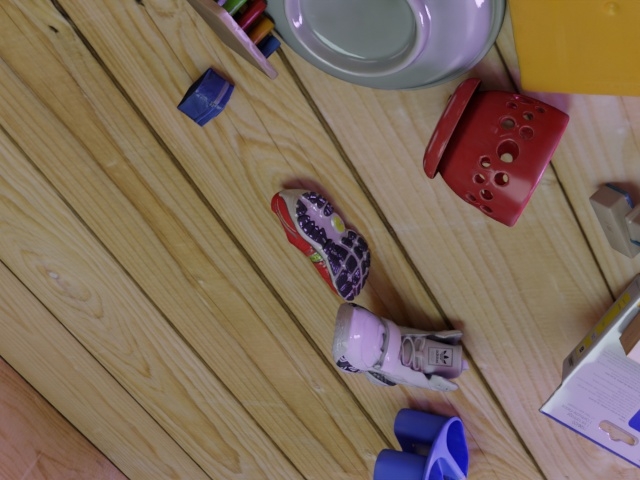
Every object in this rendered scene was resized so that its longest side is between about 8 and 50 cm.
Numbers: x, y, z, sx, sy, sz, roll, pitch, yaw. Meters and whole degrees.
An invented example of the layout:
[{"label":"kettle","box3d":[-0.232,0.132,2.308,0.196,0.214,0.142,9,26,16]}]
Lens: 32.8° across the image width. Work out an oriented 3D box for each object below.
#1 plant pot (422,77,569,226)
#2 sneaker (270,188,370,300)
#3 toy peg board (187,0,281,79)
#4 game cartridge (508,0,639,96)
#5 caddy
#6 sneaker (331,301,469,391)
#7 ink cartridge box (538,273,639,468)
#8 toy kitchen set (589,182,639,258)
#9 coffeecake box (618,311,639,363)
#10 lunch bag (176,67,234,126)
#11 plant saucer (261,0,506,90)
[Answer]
[{"label":"plant pot","box3d":[0.258,-0.139,1.647,0.174,0.191,0.191,26,145,8]},{"label":"sneaker","box3d":[0.000,0.000,2.073,0.118,0.107,0.279,13,144,47]},{"label":"toy peg board","box3d":[-0.125,-0.348,1.657,0.161,0.079,0.160,43,178,43]},{"label":"game cartridge","box3d":[0.393,-0.326,1.452,0.285,0.052,0.323,7,143,23]},{"label":"caddy","box3d":[0.252,0.538,2.475,0.179,0.241,0.341,11,143,25]},{"label":"sneaker","box3d":[0.164,0.211,2.144,0.210,0.137,0.366,1,162,22]},{"label":"ink cartridge box","box3d":[0.600,0.254,1.950,0.304,0.072,0.307,30,118,-11]},{"label":"toy kitchen set","box3d":[0.565,-0.041,1.705,0.207,0.166,0.122,40,167,53]},{"label":"coffeecake box","box3d":[0.626,0.169,1.830,0.185,0.068,0.142,28,112,-8]},{"label":"lunch bag","box3d":[-0.196,-0.241,1.875,0.065,0.067,0.098,37,144,-17]},{"label":"plant saucer","box3d":[0.062,-0.346,1.568,0.400,0.100,0.400,15,144,11]}]
